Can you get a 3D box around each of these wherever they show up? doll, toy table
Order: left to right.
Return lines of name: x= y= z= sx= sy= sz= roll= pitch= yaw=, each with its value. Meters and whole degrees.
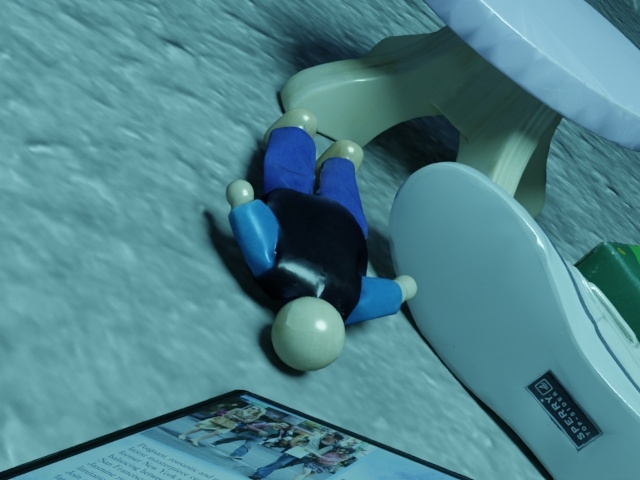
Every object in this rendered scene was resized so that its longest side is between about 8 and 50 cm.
doll: x=0.000 y=0.000 z=0.569 sx=0.129 sy=0.046 sz=0.189 roll=33 pitch=31 yaw=-20
toy table: x=0.119 y=-0.101 z=0.736 sx=0.274 sy=0.161 sz=0.252 roll=29 pitch=33 yaw=-25

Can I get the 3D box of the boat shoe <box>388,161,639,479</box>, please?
boat shoe: x=0.145 y=0.062 z=0.630 sx=0.267 sy=0.096 sz=0.088 roll=50 pitch=25 yaw=6

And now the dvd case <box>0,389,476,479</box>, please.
dvd case: x=-0.032 y=0.107 z=0.310 sx=0.180 sy=0.022 sz=0.253 roll=16 pitch=14 yaw=31

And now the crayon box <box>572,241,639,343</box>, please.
crayon box: x=0.313 y=0.152 z=0.742 sx=0.203 sy=0.083 sz=0.323 roll=4 pitch=49 yaw=-50
